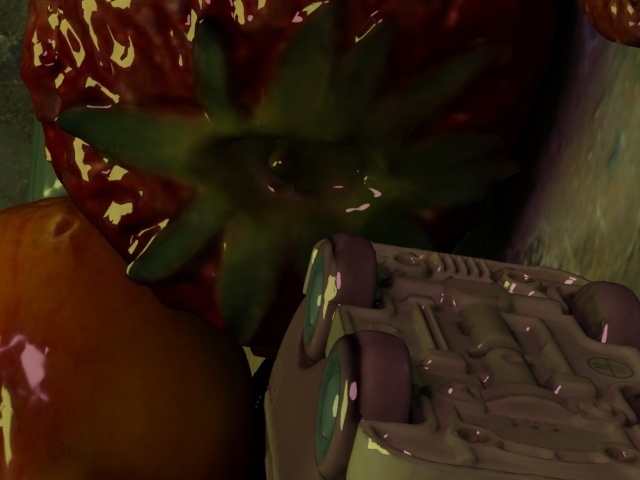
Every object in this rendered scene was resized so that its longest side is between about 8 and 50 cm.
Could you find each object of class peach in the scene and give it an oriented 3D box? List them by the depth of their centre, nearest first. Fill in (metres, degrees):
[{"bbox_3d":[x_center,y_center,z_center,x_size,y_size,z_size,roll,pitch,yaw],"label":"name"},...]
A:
[{"bbox_3d":[-0.156,0.096,0.908,0.281,0.238,0.281,-172,90,-89],"label":"peach"}]

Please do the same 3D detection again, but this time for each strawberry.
[{"bbox_3d":[-0.023,-0.130,0.823,0.310,0.292,0.292,-115,33,-44],"label":"strawberry"}]

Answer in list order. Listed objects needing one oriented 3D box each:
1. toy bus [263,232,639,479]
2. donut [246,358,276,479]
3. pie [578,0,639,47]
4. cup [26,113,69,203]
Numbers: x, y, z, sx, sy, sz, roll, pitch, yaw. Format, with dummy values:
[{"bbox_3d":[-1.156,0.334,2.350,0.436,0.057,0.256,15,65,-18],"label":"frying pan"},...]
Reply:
[{"bbox_3d":[0.055,0.091,0.572,0.202,0.142,0.142,-105,27,-69],"label":"toy bus"},{"bbox_3d":[-0.009,0.201,0.914,0.272,0.107,0.272,-165,90,-76],"label":"donut"},{"bbox_3d":[0.141,-0.164,0.612,0.182,0.049,0.182,-172,90,-78],"label":"pie"},{"bbox_3d":[-0.100,-0.121,1.410,0.257,0.331,0.311,58,-153,-52],"label":"cup"}]
